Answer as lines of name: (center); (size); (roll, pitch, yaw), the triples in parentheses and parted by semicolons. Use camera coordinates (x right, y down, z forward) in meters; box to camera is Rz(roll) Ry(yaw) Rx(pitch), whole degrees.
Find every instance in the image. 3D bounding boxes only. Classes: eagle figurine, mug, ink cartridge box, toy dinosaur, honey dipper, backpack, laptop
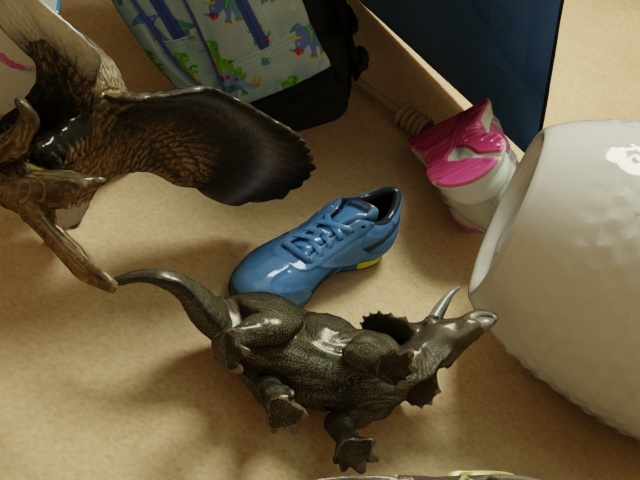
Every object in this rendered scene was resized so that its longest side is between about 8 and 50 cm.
eagle figurine: (-0.168, -0.086, 0.900); (0.298, 0.225, 0.226); (-33, 99, -53)
mug: (0.322, 0.014, 1.009); (0.328, 0.276, 0.374); (24, 39, 1)
ink cartridge box: (-0.274, -0.185, 1.042); (0.052, 0.122, 0.088); (9, 38, -15)
toy dinosaur: (-0.015, 0.091, 0.874); (0.313, 0.121, 0.160); (8, 9, -6)
honey dipper: (0.062, -0.170, 1.304); (0.161, 0.030, 0.030); (38, 38, 25)
backpack: (-0.118, -0.308, 1.113); (0.273, 0.355, 0.290); (-12, 36, 5)
laptop: (0.059, -0.304, 1.214); (0.408, 0.236, 0.382); (2, 37, -45)

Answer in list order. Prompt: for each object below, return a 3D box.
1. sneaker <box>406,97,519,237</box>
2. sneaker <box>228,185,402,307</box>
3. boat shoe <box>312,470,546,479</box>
sneaker: (0.162, -0.067, 1.181); (0.111, 0.103, 0.252); (59, 14, -19)
sneaker: (0.000, 0.000, 1.007); (0.069, 0.082, 0.209); (43, 41, 20)
boat shoe: (0.112, 0.212, 0.790); (0.324, 0.096, 0.116); (14, 37, -15)
